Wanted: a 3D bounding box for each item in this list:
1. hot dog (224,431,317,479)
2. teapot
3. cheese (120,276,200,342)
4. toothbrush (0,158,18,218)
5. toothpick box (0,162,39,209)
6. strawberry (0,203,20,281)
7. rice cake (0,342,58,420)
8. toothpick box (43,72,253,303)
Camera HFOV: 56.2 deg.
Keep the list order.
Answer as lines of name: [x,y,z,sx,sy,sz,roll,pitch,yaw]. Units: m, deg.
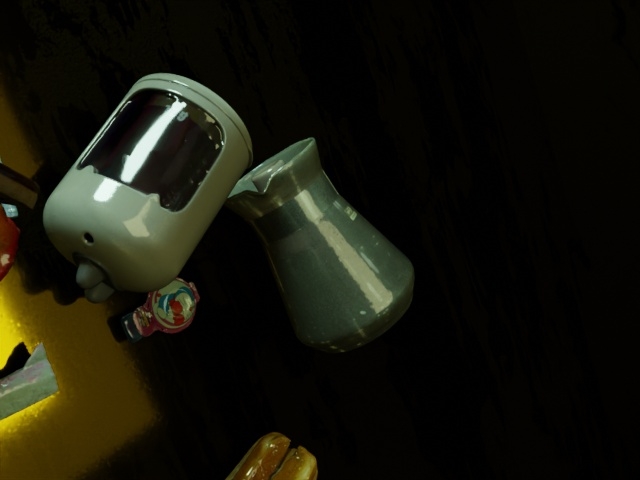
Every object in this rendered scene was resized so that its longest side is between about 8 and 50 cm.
hot dog: [-0.134,0.472,0.977,0.135,0.100,0.337,31,54,14]
teapot: [0.000,0.000,1.106,0.343,0.254,0.300,58,16,-16]
cheese: [-0.253,0.111,0.958,0.145,0.038,0.095,-33,107,-44]
toothbrush: [-0.448,-0.136,0.812,0.016,0.019,0.219,-19,98,-50]
toothpick box: [-0.429,0.041,0.510,0.187,0.190,0.307,39,66,-49]
strawberry: [-0.513,-0.040,0.657,0.336,0.149,0.265,46,56,-43]
rice cake: [-0.461,0.212,0.727,0.290,0.051,0.081,-23,110,-46]
toothpick box: [-0.257,-0.058,0.874,0.229,0.229,0.316,44,57,-32]
